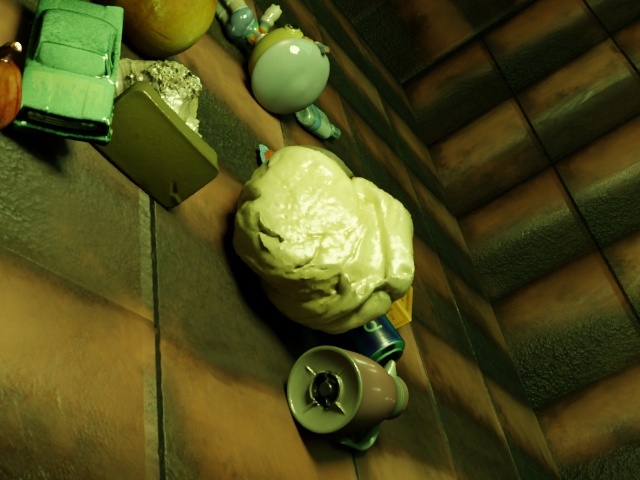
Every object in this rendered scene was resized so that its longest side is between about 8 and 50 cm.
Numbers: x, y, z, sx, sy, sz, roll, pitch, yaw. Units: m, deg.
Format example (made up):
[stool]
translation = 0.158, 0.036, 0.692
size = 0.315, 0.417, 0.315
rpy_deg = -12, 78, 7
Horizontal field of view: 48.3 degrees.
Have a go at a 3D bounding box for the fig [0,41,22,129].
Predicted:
[fig]
translation = -0.423, -0.195, 0.854
size = 0.128, 0.150, 0.128
rpy_deg = 11, 53, -14

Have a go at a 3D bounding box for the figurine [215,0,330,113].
[figurine]
translation = -0.162, -0.496, 1.877
size = 0.382, 0.225, 0.205
rpy_deg = 39, 39, 15

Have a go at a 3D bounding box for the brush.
[brush]
translation = -0.266, -0.153, 1.154
size = 0.197, 0.123, 0.059
rpy_deg = 47, 20, -32

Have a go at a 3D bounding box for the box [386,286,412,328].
[box]
translation = 0.132, 0.078, 1.827
size = 0.274, 0.076, 0.174
rpy_deg = 53, 20, -15

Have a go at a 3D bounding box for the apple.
[apple]
translation = -0.323, -0.479, 1.403
size = 0.237, 0.207, 0.237
rpy_deg = 37, 15, -12

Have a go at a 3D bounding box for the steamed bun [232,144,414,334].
[steamed bun]
translation = 0.001, 0.005, 1.363
size = 0.372, 0.230, 0.325
rpy_deg = 30, 58, 6

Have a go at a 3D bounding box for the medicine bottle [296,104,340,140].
[medicine bottle]
translation = -0.005, -0.350, 2.126
size = 0.208, 0.053, 0.090
rpy_deg = 22, 42, -59

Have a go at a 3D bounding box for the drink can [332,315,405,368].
[drink can]
translation = 0.077, 0.173, 1.468
size = 0.205, 0.118, 0.118
rpy_deg = 54, 16, 26

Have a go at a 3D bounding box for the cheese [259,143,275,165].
[cheese]
translation = -0.075, -0.115, 1.666
size = 0.256, 0.037, 0.106
rpy_deg = 60, 22, 5

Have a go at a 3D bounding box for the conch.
[conch]
translation = -0.296, -0.247, 1.250
size = 0.245, 0.163, 0.178
rpy_deg = 37, -8, -10

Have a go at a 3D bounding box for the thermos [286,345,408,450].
[thermos]
translation = 0.065, 0.291, 1.298
size = 0.265, 0.146, 0.176
rpy_deg = 27, 78, -56

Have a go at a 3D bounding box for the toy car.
[toy car]
translation = -0.369, -0.271, 1.057
size = 0.141, 0.097, 0.321
rpy_deg = 9, 44, -21
